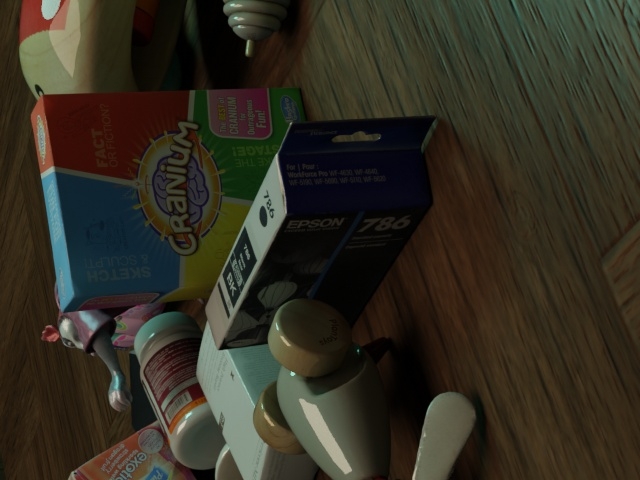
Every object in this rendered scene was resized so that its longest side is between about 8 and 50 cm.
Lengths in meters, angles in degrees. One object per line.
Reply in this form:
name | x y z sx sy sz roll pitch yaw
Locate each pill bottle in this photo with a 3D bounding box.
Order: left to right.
pill bottle | -0.182 0.205 1.844 0.221 0.121 0.121 -124 38 -46

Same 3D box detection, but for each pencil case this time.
pencil case | -0.293 0.068 2.043 0.284 0.124 0.124 125 135 -58

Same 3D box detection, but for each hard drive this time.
hard drive | -0.242 0.253 2.058 0.254 0.054 0.172 -165 72 -64

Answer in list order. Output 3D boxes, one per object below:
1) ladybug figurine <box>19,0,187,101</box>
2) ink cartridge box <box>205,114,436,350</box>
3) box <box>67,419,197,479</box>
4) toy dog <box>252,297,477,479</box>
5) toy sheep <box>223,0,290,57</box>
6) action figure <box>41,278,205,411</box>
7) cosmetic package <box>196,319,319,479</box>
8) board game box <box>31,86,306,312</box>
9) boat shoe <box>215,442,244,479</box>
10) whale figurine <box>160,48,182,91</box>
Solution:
ladybug figurine | -0.280 -0.345 1.737 0.305 0.161 0.449 71 -149 -71
ink cartridge box | 0.000 0.000 1.369 0.333 0.165 0.065 116 141 -50
box | -0.292 0.396 1.992 0.142 0.154 0.300 57 156 9
toy dog | 0.069 0.202 1.328 0.334 0.161 0.220 61 146 14
toy sheep | -0.077 -0.285 1.584 0.091 0.091 0.132 175 95 -65
action figure | -0.263 0.036 1.754 0.370 0.276 0.248 -33 19 26
cosmetic package | -0.079 0.205 1.668 0.231 0.085 0.117 -121 35 -46
board game box | -0.155 -0.052 1.514 0.064 0.316 0.242 139 122 -60
boat shoe | -0.108 0.317 1.761 0.063 0.066 0.184 -113 10 -47
whale figurine | -0.273 -0.279 1.988 0.272 0.141 0.216 -86 10 -51
